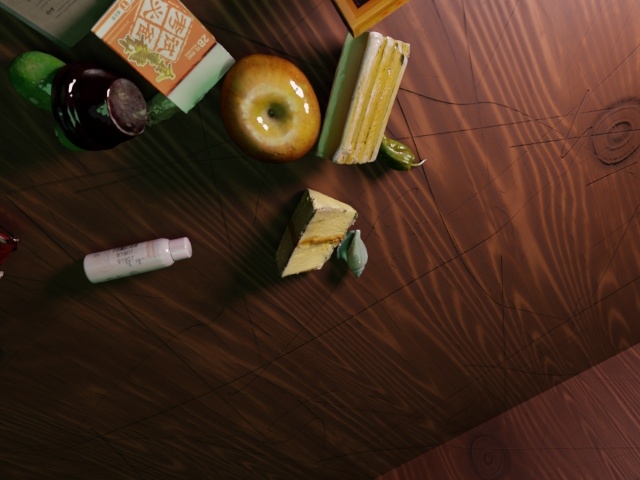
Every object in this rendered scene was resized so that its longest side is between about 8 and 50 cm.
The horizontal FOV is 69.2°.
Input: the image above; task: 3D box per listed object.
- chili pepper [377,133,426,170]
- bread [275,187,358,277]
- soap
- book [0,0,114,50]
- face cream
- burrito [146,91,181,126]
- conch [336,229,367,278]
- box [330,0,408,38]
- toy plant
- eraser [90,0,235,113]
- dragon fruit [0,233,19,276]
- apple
[{"bbox_3d":[0.190,-0.221,1.180,0.204,0.072,0.073,32,112,-28],"label":"chili pepper"},{"bbox_3d":[0.000,0.000,1.262,0.178,0.135,0.240,17,118,-23],"label":"bread"},{"bbox_3d":[0.093,-0.309,1.023,0.173,0.089,0.274,-18,131,-53],"label":"soap"},{"bbox_3d":[-0.482,-0.468,0.790,0.214,0.025,0.282,-32,159,12],"label":"book"},{"bbox_3d":[-0.476,0.046,1.226,0.269,0.082,0.082,-14,127,-3],"label":"face cream"},{"bbox_3d":[-0.320,-0.312,1.020,0.188,0.045,0.058,-31,141,7],"label":"burrito"},{"bbox_3d":[0.098,0.041,1.369,0.065,0.088,0.180,-37,132,-41],"label":"conch"},{"bbox_3d":[0.060,-0.541,0.839,0.174,0.076,0.274,-31,95,12],"label":"box"},{"bbox_3d":[-0.489,-0.277,0.943,0.235,0.175,0.218,3,136,17],"label":"toy plant"},{"bbox_3d":[-0.306,-0.389,0.925,0.157,0.038,0.230,-43,125,10],"label":"eraser"},{"bbox_3d":[-0.904,-0.015,1.074,0.343,0.100,0.282,34,114,-27],"label":"dragon fruit"},{"bbox_3d":[-0.109,-0.285,1.011,0.210,0.173,0.235,-13,117,-5],"label":"apple"}]
